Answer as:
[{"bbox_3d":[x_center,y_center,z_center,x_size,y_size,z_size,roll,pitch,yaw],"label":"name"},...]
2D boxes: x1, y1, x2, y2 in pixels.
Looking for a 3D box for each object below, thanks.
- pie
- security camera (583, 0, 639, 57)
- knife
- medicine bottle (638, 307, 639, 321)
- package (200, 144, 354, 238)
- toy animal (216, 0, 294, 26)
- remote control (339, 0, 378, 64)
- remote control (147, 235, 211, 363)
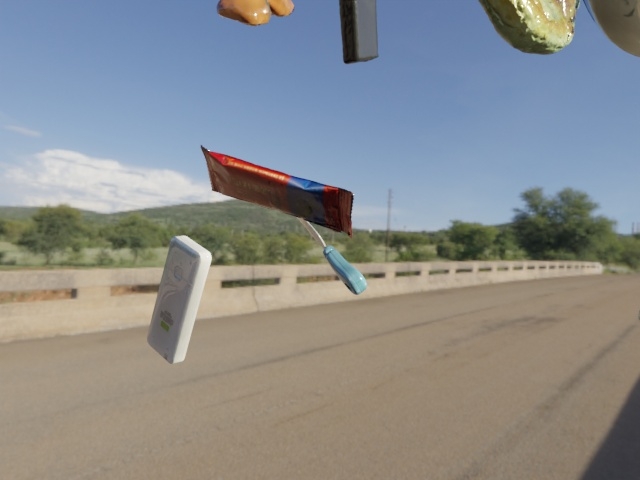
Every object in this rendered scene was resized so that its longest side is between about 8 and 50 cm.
[{"bbox_3d":[0.319,-0.433,0.864,0.302,0.302,0.067,4,-17,-36],"label":"pie"},{"bbox_3d":[0.266,-0.126,0.247,0.191,0.277,0.197,23,-54,-35],"label":"security camera"},{"bbox_3d":[0.000,0.000,0.970,0.032,0.244,0.058,-38,-24,-4],"label":"knife"},{"bbox_3d":[0.542,0.045,0.503,0.406,0.236,0.236,20,10,41],"label":"medicine bottle"},{"bbox_3d":[-0.053,-0.058,0.651,0.200,0.022,0.083,19,-30,16],"label":"package"},{"bbox_3d":[-0.086,-0.542,0.877,0.191,0.338,0.216,32,38,9],"label":"toy animal"},{"bbox_3d":[0.044,-0.341,0.654,0.025,0.245,0.063,15,31,40],"label":"remote control"},{"bbox_3d":[-0.286,0.119,1.091,0.103,0.250,0.034,28,18,34],"label":"remote control"}]
